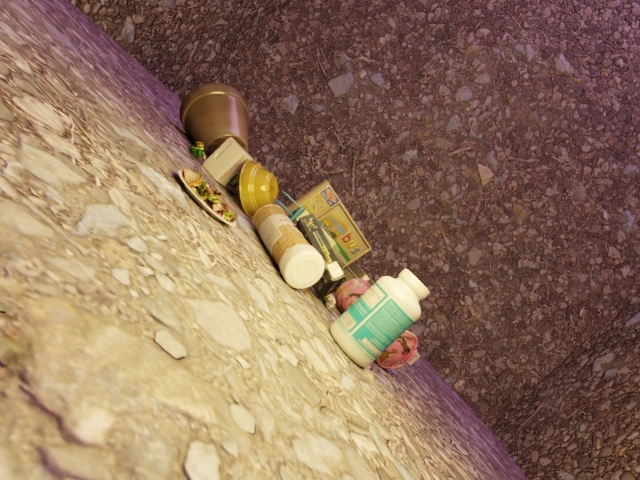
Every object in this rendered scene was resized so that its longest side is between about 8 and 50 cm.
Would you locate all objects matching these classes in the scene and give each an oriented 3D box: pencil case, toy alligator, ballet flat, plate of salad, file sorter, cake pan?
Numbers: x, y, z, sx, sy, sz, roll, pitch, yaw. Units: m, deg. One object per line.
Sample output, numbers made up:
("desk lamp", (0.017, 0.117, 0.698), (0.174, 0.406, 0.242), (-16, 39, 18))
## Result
("pencil case", (0.187, 0.284, 1.436), (0.386, 0.166, 0.160), (-129, -153, -61))
("toy alligator", (-0.472, -0.340, 1.548), (0.051, 0.056, 0.190), (-1, 25, -21))
("ballet flat", (0.030, 0.204, 1.370), (0.041, 0.041, 0.114), (46, 2, -18))
("plate of salad", (-0.284, -0.115, 1.047), (0.200, 0.048, 0.200), (46, 2, -2))
("file sorter", (-0.152, -0.089, 1.484), (0.104, 0.170, 0.118), (44, 2, -3))
("cake pan", (0.193, 0.198, 1.928), (0.293, 0.054, 0.293), (44, 9, -9))

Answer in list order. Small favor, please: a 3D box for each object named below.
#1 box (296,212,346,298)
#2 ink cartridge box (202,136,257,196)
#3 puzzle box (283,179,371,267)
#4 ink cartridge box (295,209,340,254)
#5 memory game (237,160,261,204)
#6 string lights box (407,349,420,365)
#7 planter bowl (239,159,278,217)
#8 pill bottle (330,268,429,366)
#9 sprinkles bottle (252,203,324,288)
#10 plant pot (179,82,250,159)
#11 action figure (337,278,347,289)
("box", (-0.014, 0.054, 1.322), (0.233, 0.059, 0.183), (62, -24, 17))
("ink cartridge box", (-0.336, -0.283, 1.602), (0.093, 0.160, 0.219), (47, 3, 19))
("puzzle box", (0.017, -0.026, 1.690), (0.409, 0.272, 0.052), (51, 6, -38))
("ink cartridge box", (0.000, 0.000, 1.505), (0.171, 0.056, 0.235), (48, -3, 19))
("memory game", (-0.271, -0.221, 1.597), (0.012, 0.187, 0.186), (19, -7, 18))
("string lights box", (0.392, 0.515, 2.107), (0.260, 0.076, 0.133), (46, 4, 1))
("planter bowl", (-0.217, -0.195, 1.524), (0.217, 0.090, 0.218), (0, 90, -75))
("pill bottle", (0.163, 0.197, 1.076), (0.146, 0.264, 0.146), (47, 3, -3))
("sprinkles bottle", (-0.110, 0.005, 1.243), (0.121, 0.121, 0.355), (45, 2, -37))
("plant pot", (-0.453, -0.492, 1.842), (0.323, 0.322, 0.281), (43, 20, -56))
("action figure", (0.108, 0.219, 1.931), (0.185, 0.099, 0.285), (56, 10, 27))
